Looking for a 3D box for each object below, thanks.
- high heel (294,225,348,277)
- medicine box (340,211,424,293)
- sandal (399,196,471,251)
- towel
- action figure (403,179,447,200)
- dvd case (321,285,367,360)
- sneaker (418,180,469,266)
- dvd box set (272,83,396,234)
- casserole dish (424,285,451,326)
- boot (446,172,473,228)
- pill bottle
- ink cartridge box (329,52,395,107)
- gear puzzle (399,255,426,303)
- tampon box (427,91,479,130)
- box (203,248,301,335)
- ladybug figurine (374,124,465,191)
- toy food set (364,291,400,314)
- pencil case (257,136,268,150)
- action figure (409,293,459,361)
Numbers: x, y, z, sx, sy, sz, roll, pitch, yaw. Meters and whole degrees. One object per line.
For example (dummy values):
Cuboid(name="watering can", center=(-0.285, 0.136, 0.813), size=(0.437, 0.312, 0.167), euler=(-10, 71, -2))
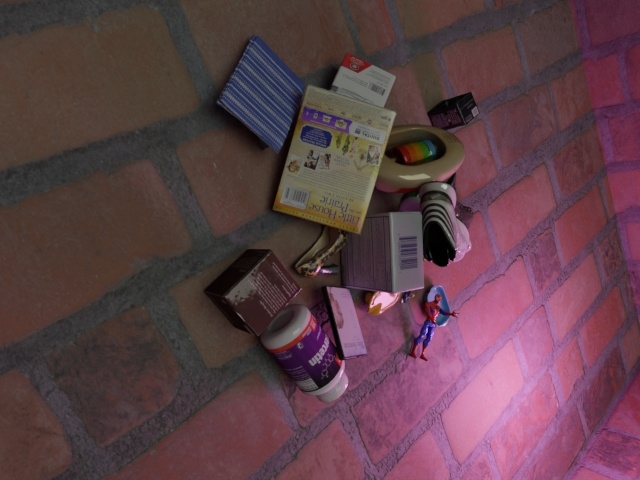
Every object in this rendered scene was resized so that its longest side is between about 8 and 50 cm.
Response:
Cuboid(name="high heel", center=(0.000, 0.000, 1.500), size=(0.186, 0.093, 0.261), euler=(1, 98, -40))
Cuboid(name="medicine box", center=(0.207, 0.037, 1.526), size=(0.149, 0.289, 0.264), euler=(-4, 92, -33))
Cuboid(name="sandal", center=(0.471, -0.072, 1.796), size=(0.416, 0.169, 0.102), euler=(36, 52, -32))
Cuboid(name="towel", center=(-0.176, -0.466, 1.369), size=(0.243, 0.040, 0.336), euler=(37, 52, -31))
Cuboid(name="action figure", center=(0.421, -0.206, 1.792), size=(0.232, 0.137, 0.063), euler=(-41, 124, -18))
Cuboid(name="dvd case", center=(0.085, 0.283, 1.505), size=(0.180, 0.022, 0.253), euler=(16, 55, -58))
Cuboid(name="sneaker", center=(0.440, 0.016, 1.596), size=(0.447, 0.169, 0.258), euler=(54, 42, -47))
Cuboid(name="dvd box set", center=(0.044, -0.259, 1.424), size=(0.307, 0.062, 0.421), euler=(15, 94, -3))
Cuboid(name="casserole dish", center=(0.504, 0.283, 1.881), size=(0.114, 0.037, 0.188), euler=(-30, 105, -30))
Cuboid(name="boot", center=(0.599, -0.158, 1.924), size=(0.229, 0.091, 0.263), euler=(16, 91, -34))
Cuboid(name="pill bottle", center=(-0.041, 0.376, 1.421), size=(0.181, 0.181, 0.323), euler=(-45, 113, -26))
Cuboid(name="ink cartridge box", center=(0.120, -0.487, 1.535), size=(0.197, 0.114, 0.273), euler=(24, 74, -4))
Cuboid(name="gear puzzle", center=(0.384, 0.112, 1.684), size=(0.339, 0.044, 0.176), euler=(-43, 146, -56))
Cuboid(name="tampon box", center=(0.567, -0.546, 1.852), size=(0.120, 0.161, 0.101), euler=(-41, 112, -26))
Cuboid(name="box", center=(-0.206, 0.150, 1.319), size=(0.203, 0.167, 0.168), euler=(-45, 114, -26))
Cuboid(name="ladybug figurine", center=(0.344, -0.301, 1.649), size=(0.449, 0.162, 0.305), euler=(-15, 55, -18))
Cuboid(name="toy food set", center=(0.248, 0.202, 1.695), size=(0.217, 0.071, 0.128), euler=(-24, 127, -30))
Cuboid(name="pencil case", center=(-0.197, -0.370, 1.390), size=(0.070, 0.064, 0.152), euler=(-30, 112, 10))
Cuboid(name="action figure", center=(0.465, 0.359, 1.770), size=(0.091, 0.139, 0.280), euler=(18, 85, -23))
